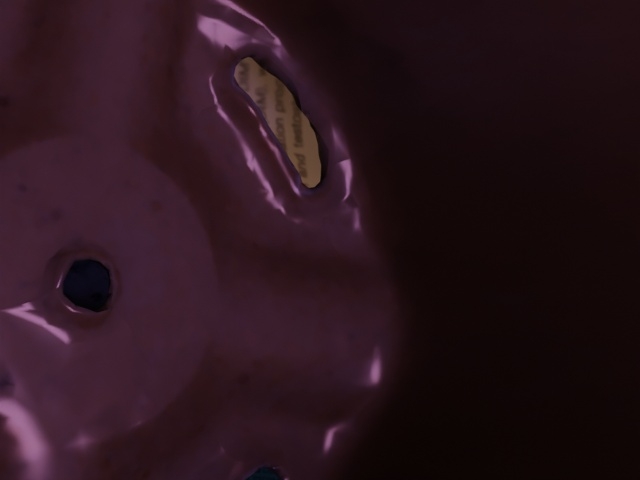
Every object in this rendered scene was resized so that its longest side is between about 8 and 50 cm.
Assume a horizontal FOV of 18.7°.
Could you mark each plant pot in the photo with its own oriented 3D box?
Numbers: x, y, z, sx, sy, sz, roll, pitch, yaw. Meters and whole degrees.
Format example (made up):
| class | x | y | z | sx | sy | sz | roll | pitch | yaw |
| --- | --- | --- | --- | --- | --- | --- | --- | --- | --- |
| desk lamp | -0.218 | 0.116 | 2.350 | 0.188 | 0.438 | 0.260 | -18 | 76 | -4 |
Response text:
| class | x | y | z | sx | sy | sz | roll | pitch | yaw |
| --- | --- | --- | --- | --- | --- | --- | --- | --- | --- |
| plant pot | 0.000 | 0.000 | 0.424 | 0.334 | 0.334 | 0.305 | 42 | 156 | -21 |

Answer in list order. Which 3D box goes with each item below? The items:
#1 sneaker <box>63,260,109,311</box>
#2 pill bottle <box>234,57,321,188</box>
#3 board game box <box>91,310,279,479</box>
| class | x | y | z | sx | sy | sz | roll | pitch | yaw |
| --- | --- | --- | --- | --- | --- | --- | --- | --- | --- |
| sneaker | -0.129 | -0.029 | 0.908 | 0.148 | 0.131 | 0.350 | 10 | 152 | 22 |
| pill bottle | -0.008 | -0.075 | 0.703 | 0.283 | 0.160 | 0.160 | 11 | 144 | 25 |
| board game box | -0.024 | 0.149 | 0.997 | 0.308 | 0.086 | 0.302 | 7 | 151 | -13 |
